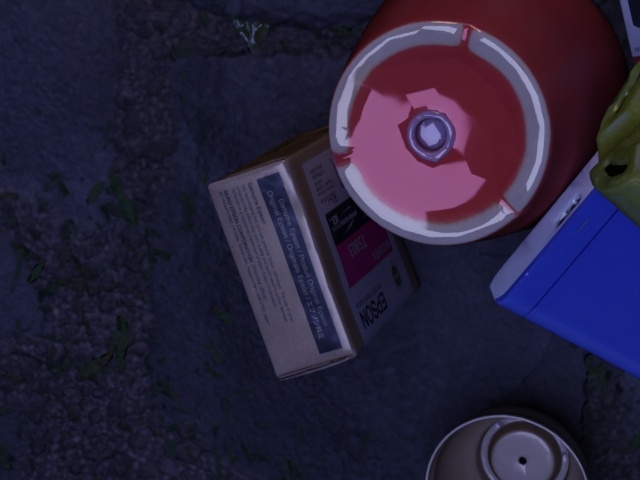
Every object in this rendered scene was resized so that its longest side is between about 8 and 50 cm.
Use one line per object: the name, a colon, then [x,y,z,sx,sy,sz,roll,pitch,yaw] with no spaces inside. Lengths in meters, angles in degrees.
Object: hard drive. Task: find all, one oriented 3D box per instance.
hard drive: [0.340,0.038,1.453,0.318,0.040,0.210,27,114,-24]

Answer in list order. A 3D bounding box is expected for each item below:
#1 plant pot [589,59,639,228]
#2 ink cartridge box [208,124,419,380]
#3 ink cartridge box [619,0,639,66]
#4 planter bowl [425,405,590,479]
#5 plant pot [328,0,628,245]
plant pot: [0.363,-0.051,1.259,0.254,0.276,0.276,33,112,-12]
ink cartridge box: [0.000,0.000,1.530,0.088,0.234,0.193,-18,98,21]
ink cartridge box: [0.332,-0.223,1.427,0.127,0.072,0.175,-2,106,58]
planter bowl: [0.194,0.232,1.597,0.162,0.109,0.162,4,105,15]
plant pot: [0.131,-0.116,1.457,0.274,0.243,0.275,5,105,17]
